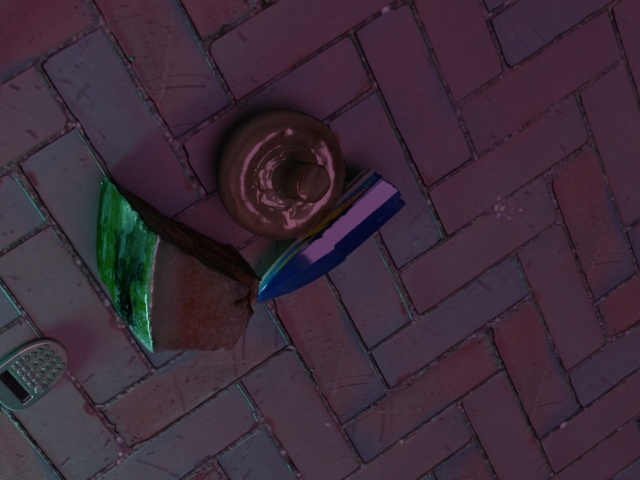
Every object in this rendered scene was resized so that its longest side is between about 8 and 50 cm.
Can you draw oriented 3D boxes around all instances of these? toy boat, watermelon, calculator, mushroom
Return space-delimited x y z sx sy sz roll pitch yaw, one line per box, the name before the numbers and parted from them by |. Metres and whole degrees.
toy boat | 0.000 0.000 1.917 0.295 0.088 0.129 -42 162 0
watermelon | -0.227 0.057 1.737 0.302 0.264 0.151 34 96 -37
calculator | -0.466 0.215 1.831 0.153 0.021 0.095 -37 123 -7
mushroom | -0.047 -0.096 1.780 0.207 0.215 0.207 -5 103 -23
